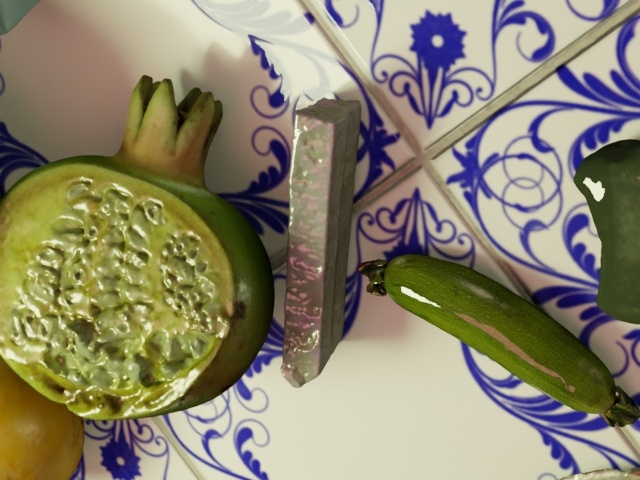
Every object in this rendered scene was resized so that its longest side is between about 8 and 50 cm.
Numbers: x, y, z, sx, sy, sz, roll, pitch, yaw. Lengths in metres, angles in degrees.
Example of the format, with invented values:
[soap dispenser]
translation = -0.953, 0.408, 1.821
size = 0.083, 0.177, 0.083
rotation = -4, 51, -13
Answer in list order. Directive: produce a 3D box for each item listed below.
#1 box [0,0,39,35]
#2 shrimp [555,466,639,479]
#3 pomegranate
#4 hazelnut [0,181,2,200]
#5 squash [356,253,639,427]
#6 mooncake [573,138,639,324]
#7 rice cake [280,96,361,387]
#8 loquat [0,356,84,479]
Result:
[box]
translation = -0.356, -0.289, 1.560
size = 0.162, 0.227, 0.130
rotation = -8, 122, 30
[shrimp]
translation = 0.238, 0.349, 1.589
size = 0.446, 0.110, 0.221
rotation = -12, 99, 28
[pomegranate]
translation = -0.179, 0.011, 1.612
size = 0.310, 0.216, 0.358
rotation = 17, 88, 19
[hazelnut]
translation = -0.514, -0.030, 1.620
size = 0.366, 0.366, 0.365
rotation = 11, 116, 24
[squash]
translation = 0.179, 0.086, 1.521
size = 0.318, 0.080, 0.071
rotation = 30, 84, 13
[mooncake]
translation = 0.301, -0.011, 1.392
size = 0.168, 0.104, 0.175
rotation = 28, 124, 11
[rice cake]
translation = 0.001, -0.002, 1.557
size = 0.050, 0.106, 0.297
rotation = 10, 115, 13
[loquat]
translation = -0.387, 0.217, 1.788
size = 0.235, 0.235, 0.235
rotation = 11, 116, 24
